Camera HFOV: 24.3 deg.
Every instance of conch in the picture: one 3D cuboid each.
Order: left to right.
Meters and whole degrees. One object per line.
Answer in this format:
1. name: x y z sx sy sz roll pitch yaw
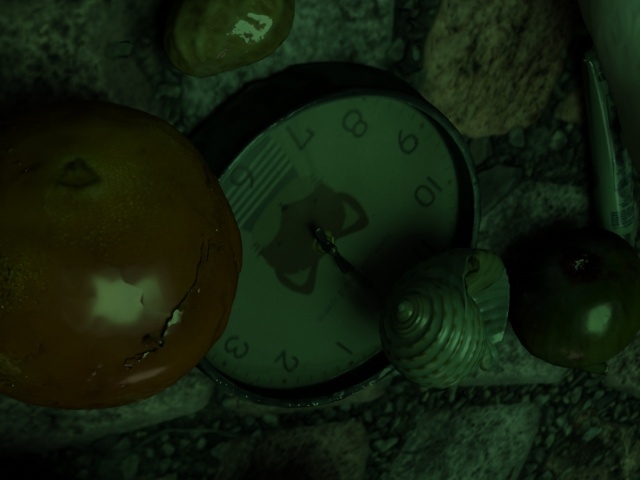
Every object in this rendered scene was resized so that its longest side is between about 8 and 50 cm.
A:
1. conch: 0.111 0.065 1.335 0.135 0.102 0.153 -69 161 0

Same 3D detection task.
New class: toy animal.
1. toy animal: 0.340 -0.171 1.375 0.249 0.174 0.289 -18 91 -68

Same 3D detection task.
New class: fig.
1. fig: 0.266 0.086 1.542 0.149 0.149 0.245 -35 151 -11

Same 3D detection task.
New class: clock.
1. clock: 0.000 0.000 1.338 0.325 0.067 0.325 -15 121 -25

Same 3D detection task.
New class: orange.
1. orange: -0.179 0.013 1.123 0.240 0.240 0.240 -15 122 -25

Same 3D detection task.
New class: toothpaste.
1. toothpaste: 0.290 -0.092 1.489 0.062 0.039 0.239 -33 127 -31

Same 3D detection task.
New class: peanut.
1. peanut: -0.047 -0.205 1.180 0.089 0.089 0.192 35 96 -40

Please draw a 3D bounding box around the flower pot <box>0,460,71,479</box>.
1. flower pot: -0.257 0.295 1.274 0.269 0.166 0.269 -13 121 -23
